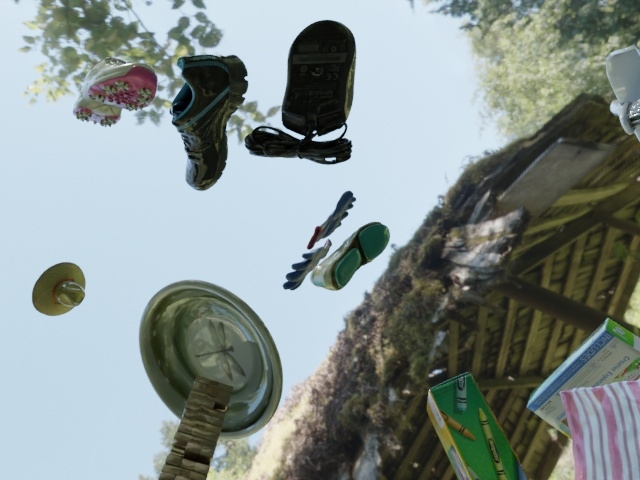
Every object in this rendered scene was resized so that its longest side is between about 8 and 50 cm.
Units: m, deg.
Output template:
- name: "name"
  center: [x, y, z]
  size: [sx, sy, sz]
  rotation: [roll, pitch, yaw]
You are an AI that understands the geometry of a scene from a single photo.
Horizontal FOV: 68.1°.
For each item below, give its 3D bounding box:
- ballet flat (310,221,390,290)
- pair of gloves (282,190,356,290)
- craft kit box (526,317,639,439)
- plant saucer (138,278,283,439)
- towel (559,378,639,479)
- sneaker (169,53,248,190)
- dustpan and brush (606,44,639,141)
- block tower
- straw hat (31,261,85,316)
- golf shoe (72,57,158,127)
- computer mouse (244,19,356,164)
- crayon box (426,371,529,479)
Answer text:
- name: "ballet flat"
  center: [0.042, 0.017, 0.688]
  size: [0.168, 0.052, 0.057]
  rotation: [-36, -66, -47]
- name: "pair of gloves"
  center: [0.000, 0.000, 0.833]
  size: [0.159, 0.023, 0.198]
  rotation: [-42, -18, -55]
- name: "craft kit box"
  center: [0.572, 0.309, 0.889]
  size: [0.061, 0.247, 0.249]
  rotation: [-29, -29, -50]
- name: "plant saucer"
  center: [-0.251, 0.273, 1.137]
  size: [0.100, 0.401, 0.400]
  rotation: [-29, -47, -63]
- name: "towel"
  center: [0.324, 0.217, 0.490]
  size: [0.197, 0.029, 0.144]
  rotation: [114, 163, -64]
- name: "sneaker"
  center: [-0.271, -0.253, 1.041]
  size: [0.140, 0.125, 0.340]
  rotation: [-8, -42, -34]
- name: "dustpan and brush"
  center: [0.358, -0.148, 0.537]
  size: [0.211, 0.060, 0.147]
  rotation: [-36, -82, -50]
- name: "block tower"
  center: [-0.268, 0.450, 0.967]
  size: [0.335, 0.097, 0.090]
  rotation: [-78, 8, -52]
- name: "straw hat"
  center: [-0.593, 0.125, 1.117]
  size: [0.144, 0.061, 0.144]
  rotation: [-48, -32, -43]
- name: "golf shoe"
  center: [-0.443, -0.343, 1.016]
  size: [0.115, 0.306, 0.140]
  rotation: [14, -103, -46]
- name: "computer mouse"
  center: [-0.010, -0.248, 0.815]
  size: [0.072, 0.189, 0.272]
  rotation: [50, -129, -67]
- name: "crayon box"
  center: [0.272, 0.378, 0.780]
  size: [0.081, 0.278, 0.165]
  rotation: [-22, -31, -2]
